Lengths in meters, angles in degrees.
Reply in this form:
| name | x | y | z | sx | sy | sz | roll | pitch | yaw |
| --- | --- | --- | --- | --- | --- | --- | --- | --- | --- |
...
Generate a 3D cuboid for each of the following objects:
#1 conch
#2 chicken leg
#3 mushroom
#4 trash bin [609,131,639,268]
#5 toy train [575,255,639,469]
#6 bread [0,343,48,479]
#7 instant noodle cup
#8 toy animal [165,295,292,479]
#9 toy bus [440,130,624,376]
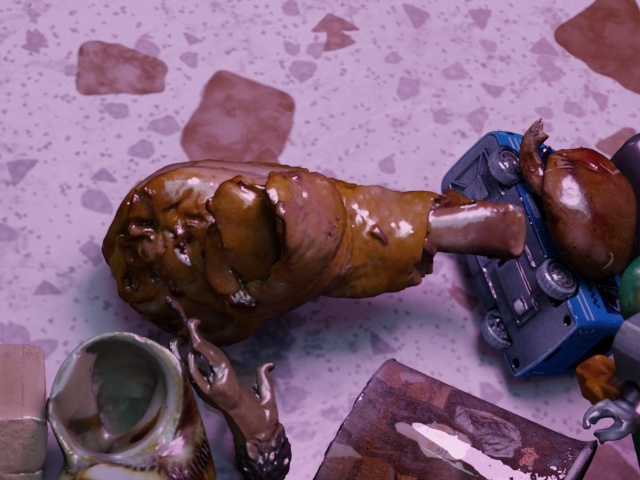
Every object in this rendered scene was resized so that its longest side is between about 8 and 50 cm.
| name | x | y | z | sx | sy | sz | roll | pitch | yaw |
| --- | --- | --- | --- | --- | --- | --- | --- | --- | --- |
| conch | -0.179 | 0.198 | 1.536 | 0.187 | 0.124 | 0.181 | 37 | 58 | 0 |
| chicken leg | 0.000 | 0.000 | 1.608 | 0.409 | 0.295 | 0.182 | 0 | 79 | -7 |
| mushroom | 0.257 | -0.045 | 1.689 | 0.170 | 0.080 | 0.135 | 54 | 27 | 1 |
| trash bin | 0.427 | 0.010 | 1.769 | 0.209 | 0.182 | 0.290 | -25 | 73 | -26 |
| toy train | 0.421 | 0.111 | 1.555 | 0.429 | 0.249 | 0.178 | -27 | 29 | -20 |
| bread | -0.293 | 0.175 | 1.590 | 0.077 | 0.105 | 0.152 | 3 | 24 | -10 |
| instant noodle cup | 0.113 | 0.228 | 1.550 | 0.207 | 0.217 | 0.217 | 28 | 54 | 13 |
| toy animal | -0.081 | 0.136 | 1.586 | 0.220 | 0.069 | 0.086 | 57 | 30 | -15 |
| toy bus | 0.222 | 0.013 | 1.761 | 0.134 | 0.113 | 0.246 | 5 | 53 | -36 |
